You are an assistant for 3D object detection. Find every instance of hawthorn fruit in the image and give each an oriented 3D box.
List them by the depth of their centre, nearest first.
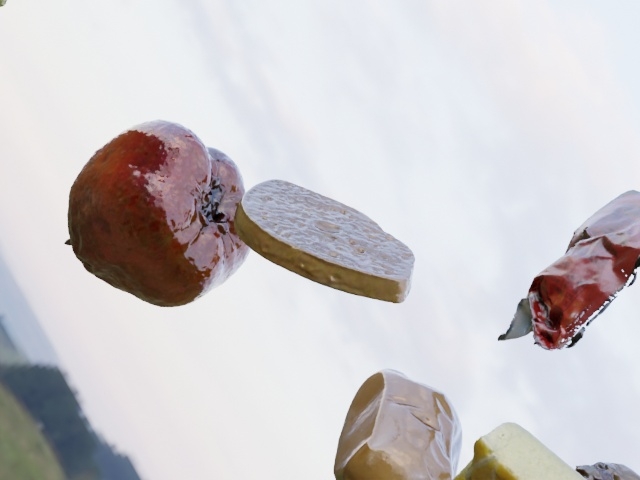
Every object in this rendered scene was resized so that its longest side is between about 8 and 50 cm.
[{"bbox_3d":[-0.204,-0.026,1.955,0.243,0.207,0.207,-10,-64,37],"label":"hawthorn fruit"}]

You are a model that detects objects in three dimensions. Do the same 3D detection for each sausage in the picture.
[{"bbox_3d":[0.084,0.228,1.824,0.136,0.120,0.241,41,24,-6],"label":"sausage"}]

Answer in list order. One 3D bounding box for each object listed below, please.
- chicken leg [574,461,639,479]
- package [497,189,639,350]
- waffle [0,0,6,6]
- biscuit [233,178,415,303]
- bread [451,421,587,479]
[{"bbox_3d":[0.355,0.285,1.803,0.087,0.251,0.107,83,9,-69],"label":"chicken leg"},{"bbox_3d":[0.319,0.027,2.021,0.071,0.269,0.194,46,-12,-25],"label":"package"},{"bbox_3d":[-0.419,-0.264,1.496,0.060,0.312,0.307,-98,-160,-76],"label":"waffle"},{"bbox_3d":[0.000,0.000,1.475,0.221,0.142,0.029,37,-62,47],"label":"biscuit"},{"bbox_3d":[0.193,0.252,1.473,0.188,0.068,0.125,41,-39,13],"label":"bread"}]
